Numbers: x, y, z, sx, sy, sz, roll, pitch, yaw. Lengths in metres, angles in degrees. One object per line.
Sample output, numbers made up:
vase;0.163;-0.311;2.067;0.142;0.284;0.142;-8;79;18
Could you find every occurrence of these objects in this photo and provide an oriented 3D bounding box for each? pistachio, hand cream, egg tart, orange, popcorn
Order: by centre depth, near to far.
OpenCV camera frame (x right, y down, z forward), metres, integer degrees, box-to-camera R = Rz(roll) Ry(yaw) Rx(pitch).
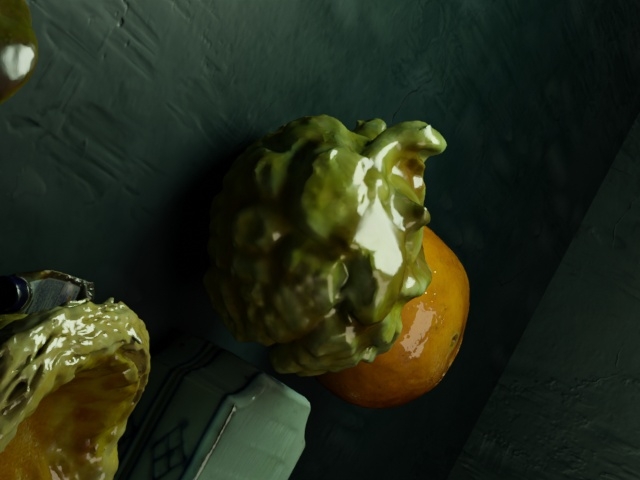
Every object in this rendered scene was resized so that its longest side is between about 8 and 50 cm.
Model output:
pistachio;-0.297;-0.156;1.090;0.189;0.100;0.110;-41;130;-39
egg tart;-0.320;0.204;1.307;0.388;0.169;0.388;-50;158;-29
hand cream;-0.289;0.061;1.395;0.062;0.039;0.163;-66;161;0
popcorn;-0.001;-0.009;1.624;0.279;0.274;0.336;3;72;-31
orange;0.096;0.105;1.961;0.284;0.226;0.284;-51;151;-41

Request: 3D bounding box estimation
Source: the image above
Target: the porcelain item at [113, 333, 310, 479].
porcelain item;-0.157;0.277;1.704;0.281;0.157;0.286;-63;154;-7
